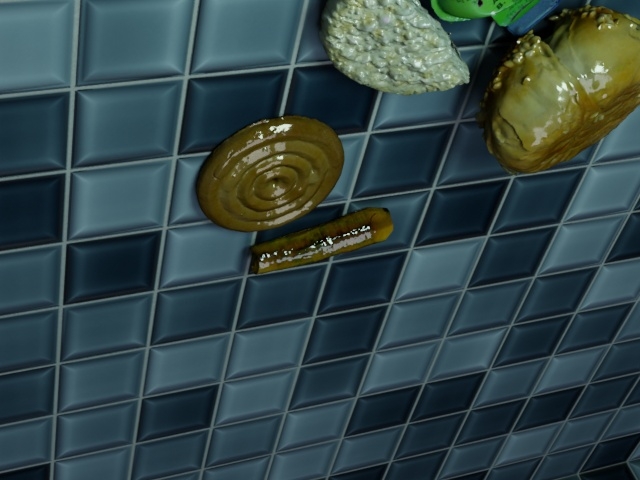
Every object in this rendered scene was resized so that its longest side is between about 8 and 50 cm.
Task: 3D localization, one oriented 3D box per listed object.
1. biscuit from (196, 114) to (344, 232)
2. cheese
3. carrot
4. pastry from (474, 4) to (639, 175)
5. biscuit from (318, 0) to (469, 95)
[{"bbox_3d":[-0.078,-0.101,2.058,0.261,0.037,0.262,-16,144,-12],"label":"biscuit"},{"bbox_3d":[0.267,-0.382,1.859,0.204,0.083,0.320,-40,154,17],"label":"cheese"},{"bbox_3d":[0.000,0.000,2.212,0.260,0.070,0.070,-16,144,-8],"label":"carrot"},{"bbox_3d":[0.383,-0.251,2.008,0.315,0.184,0.284,-38,162,13],"label":"pastry"},{"bbox_3d":[0.090,-0.300,1.852,0.179,0.084,0.281,-17,147,24],"label":"biscuit"}]
